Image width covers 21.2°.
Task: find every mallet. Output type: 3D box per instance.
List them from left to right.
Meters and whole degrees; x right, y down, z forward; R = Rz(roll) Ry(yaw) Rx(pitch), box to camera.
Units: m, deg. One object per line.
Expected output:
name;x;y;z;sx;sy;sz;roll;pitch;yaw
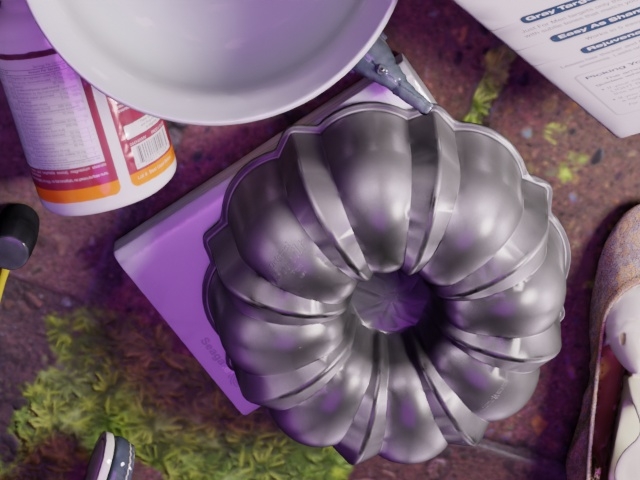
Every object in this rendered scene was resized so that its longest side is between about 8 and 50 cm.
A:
mallet;-0.292;0.060;1.523;0.039;0.062;0.189;18;112;-9

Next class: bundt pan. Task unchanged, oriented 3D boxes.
bundt pan;0.061;0.055;1.460;0.331;0.124;0.330;-1;114;-3

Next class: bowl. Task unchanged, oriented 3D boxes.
bowl;-0.079;-0.243;1.303;0.298;0.134;0.297;0;102;0

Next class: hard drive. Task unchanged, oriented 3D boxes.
hard drive;0.000;0.000;1.521;0.307;0.040;0.203;-33;111;11

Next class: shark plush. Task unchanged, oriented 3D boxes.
shark plush;0.022;-0.155;1.420;0.073;0.067;0.161;-37;92;17

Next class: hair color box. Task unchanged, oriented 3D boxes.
hair color box;0.231;-0.190;1.257;0.174;0.105;0.347;-17;159;25

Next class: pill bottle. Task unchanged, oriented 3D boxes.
pill bottle;-0.202;-0.141;1.405;0.121;0.121;0.221;-13;112;3

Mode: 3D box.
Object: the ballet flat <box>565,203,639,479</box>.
ballet flat;0.294;0.123;1.551;0.108;0.106;0.316;2;113;-3

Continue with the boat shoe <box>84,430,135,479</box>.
boat shoe;-0.194;0.292;1.612;0.079;0.095;0.254;10;114;-5
